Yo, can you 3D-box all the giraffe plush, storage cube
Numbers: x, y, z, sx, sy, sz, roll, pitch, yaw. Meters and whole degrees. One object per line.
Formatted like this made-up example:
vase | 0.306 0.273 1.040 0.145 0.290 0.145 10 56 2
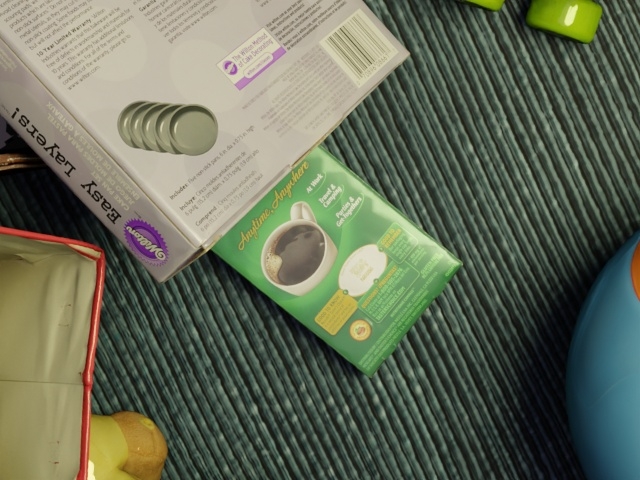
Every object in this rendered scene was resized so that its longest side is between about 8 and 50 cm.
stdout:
giraffe plush | -0.147 0.194 0.936 0.181 0.210 0.170 -49 60 16
storage cube | -0.276 0.084 0.843 0.215 0.193 0.184 10 80 -40

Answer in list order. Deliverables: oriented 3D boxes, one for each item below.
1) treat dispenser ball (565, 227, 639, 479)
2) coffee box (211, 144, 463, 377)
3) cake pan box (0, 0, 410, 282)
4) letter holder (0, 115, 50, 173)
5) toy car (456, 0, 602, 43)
treat dispenser ball | 0.304 0.099 0.843 0.288 0.288 0.288 0 96 1
coffee box | 0.000 0.000 0.960 0.184 0.040 0.113 38 95 -3
cake pan box | -0.095 -0.142 0.853 0.246 0.070 0.267 47 50 -6
letter holder | -0.344 -0.094 0.869 0.302 0.214 0.152 -10 96 2
toy car | 0.178 -0.214 0.851 0.149 0.188 0.155 15 98 -18
